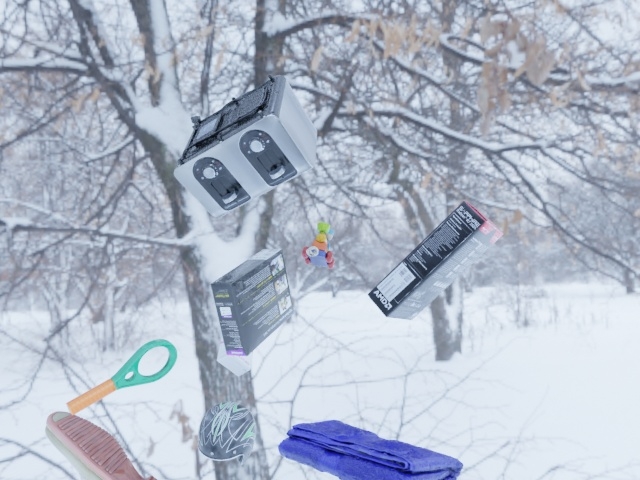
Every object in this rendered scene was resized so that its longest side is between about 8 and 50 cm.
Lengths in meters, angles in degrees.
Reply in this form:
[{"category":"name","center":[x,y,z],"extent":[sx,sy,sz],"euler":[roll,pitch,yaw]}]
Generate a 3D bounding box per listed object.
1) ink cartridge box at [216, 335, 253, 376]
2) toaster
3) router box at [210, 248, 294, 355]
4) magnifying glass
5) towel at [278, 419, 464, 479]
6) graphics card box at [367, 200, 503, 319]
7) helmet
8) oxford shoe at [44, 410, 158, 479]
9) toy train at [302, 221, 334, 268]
[{"category":"ink cartridge box","center":[-0.236,0.305,1.724],"extent":[0.052,0.088,0.122],"euler":[-35,28,23]},{"category":"toaster","center":[-0.102,-0.137,0.868],"extent":[0.168,0.110,0.185],"euler":[-26,30,17]},{"category":"router box","center":[-0.115,0.104,1.084],"extent":[0.046,0.133,0.179],"euler":[-2,17,27]},{"category":"magnifying glass","center":[-0.392,0.274,1.226],"extent":[0.231,0.092,0.026],"euler":[-30,41,-32]},{"category":"towel","center":[0.100,0.420,1.220],"extent":[0.308,0.076,0.228],"euler":[5,-3,38]},{"category":"graphics card box","center":[0.322,0.065,1.697],"extent":[0.371,0.094,0.233],"euler":[-47,-24,13]},{"category":"helmet","center":[-0.255,0.525,1.676],"extent":[0.169,0.169,0.161],"euler":[-4,-37,6]},{"category":"oxford shoe","center":[-0.513,0.566,1.431],"extent":[0.397,0.146,0.140],"euler":[41,7,9]},{"category":"toy train","center":[0.000,0.000,2.127],"extent":[0.105,0.143,0.248],"euler":[10,-16,8]}]
